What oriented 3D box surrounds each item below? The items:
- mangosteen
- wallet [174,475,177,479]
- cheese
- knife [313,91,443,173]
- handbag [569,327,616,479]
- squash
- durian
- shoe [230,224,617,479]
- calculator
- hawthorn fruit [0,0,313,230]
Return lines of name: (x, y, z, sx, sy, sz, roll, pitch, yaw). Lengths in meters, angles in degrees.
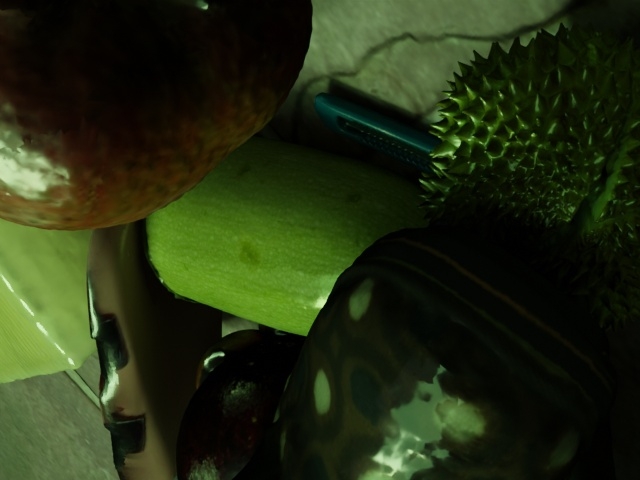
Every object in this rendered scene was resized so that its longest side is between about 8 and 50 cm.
mangosteen: (-0.005, 0.131, 1.333, 0.211, 0.250, 0.211, 2, 158, 1)
wallet: (-0.120, 0.219, 1.769, 0.166, 0.030, 0.111, 10, 130, 46)
cheese: (-0.311, -0.005, 1.644, 0.265, 0.124, 0.242, 55, 147, -12)
knife: (0.108, -0.035, 1.139, 0.296, 0.026, 0.044, 25, 157, 33)
handbag: (0.146, 0.203, 1.172, 0.088, 0.275, 0.244, 4, 144, -5)
squash: (0.000, 0.000, 1.224, 0.247, 0.132, 0.132, 12, 137, 44)
durian: (0.143, -0.032, 0.979, 0.159, 0.146, 0.198, 29, 160, 25)
shoe: (0.017, 0.151, 1.015, 0.171, 0.237, 0.384, 39, 155, 4)
calculator: (-0.127, 0.047, 1.382, 0.048, 0.220, 0.329, 7, 138, 13)
hawthorn fruit: (-0.178, -0.144, 1.121, 0.369, 0.285, 0.285, -3, 125, 58)
